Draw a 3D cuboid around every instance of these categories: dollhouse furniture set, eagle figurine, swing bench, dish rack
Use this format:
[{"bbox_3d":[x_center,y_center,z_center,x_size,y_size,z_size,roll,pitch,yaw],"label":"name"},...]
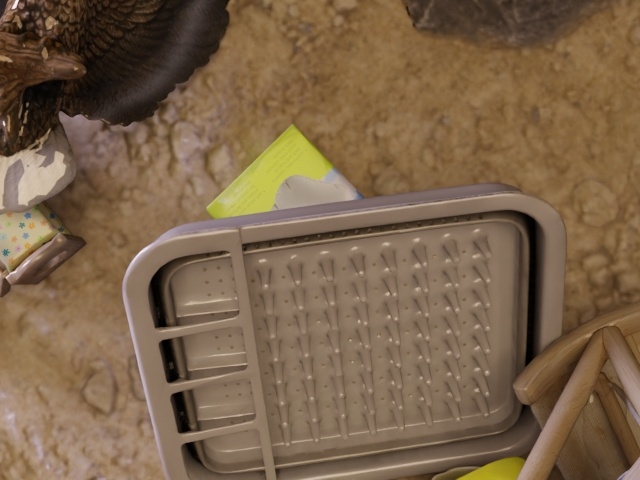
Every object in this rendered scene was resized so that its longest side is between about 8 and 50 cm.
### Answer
[{"bbox_3d":[-0.323,-0.017,0.900,0.161,0.101,0.182,-40,90,-3],"label":"dollhouse furniture set"},{"bbox_3d":[-0.209,-0.187,0.860,0.225,0.298,0.226,-25,112,17],"label":"eagle figurine"},{"bbox_3d":[0.252,0.220,0.817,0.165,0.254,0.253,-16,117,26],"label":"swing bench"},{"bbox_3d":[0.024,0.079,0.874,0.333,0.072,0.285,-7,125,-2],"label":"dish rack"}]

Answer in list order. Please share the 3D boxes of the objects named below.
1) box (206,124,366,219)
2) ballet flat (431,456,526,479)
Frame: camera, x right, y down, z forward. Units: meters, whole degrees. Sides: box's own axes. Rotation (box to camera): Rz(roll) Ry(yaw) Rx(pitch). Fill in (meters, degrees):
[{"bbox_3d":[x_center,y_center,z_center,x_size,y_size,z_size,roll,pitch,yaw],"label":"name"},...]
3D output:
[{"bbox_3d":[0.000,0.000,0.941,0.109,0.042,0.178,-45,89,-2],"label":"box"},{"bbox_3d":[0.083,0.238,0.911,0.231,0.077,0.077,-25,127,26],"label":"ballet flat"}]
